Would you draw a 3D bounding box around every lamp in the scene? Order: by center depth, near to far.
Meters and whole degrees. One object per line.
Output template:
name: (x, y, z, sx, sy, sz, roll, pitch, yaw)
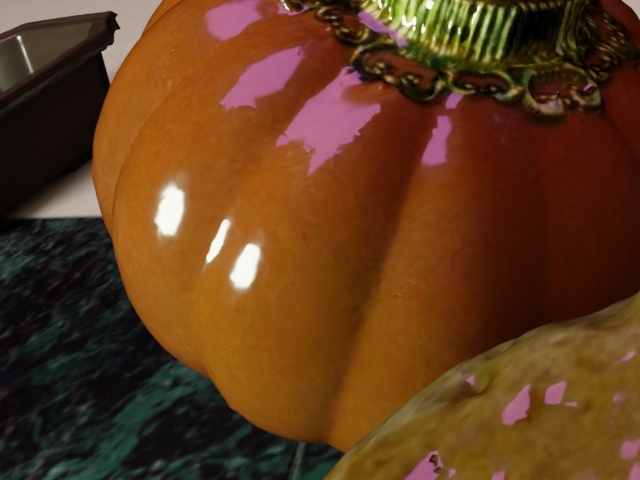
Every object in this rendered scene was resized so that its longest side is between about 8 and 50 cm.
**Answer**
lamp: (0.031, -0.020, 0.526, 0.223, 0.196, 0.223, 10, 39, -8)

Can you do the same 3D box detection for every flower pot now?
flower pot: (-0.242, -0.061, 1.009, 0.179, 0.084, 0.251, 2, 34, 46)

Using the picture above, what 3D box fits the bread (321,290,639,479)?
bread: (0.084, 0.106, 0.289, 0.230, 0.123, 0.230, -25, 29, 15)
